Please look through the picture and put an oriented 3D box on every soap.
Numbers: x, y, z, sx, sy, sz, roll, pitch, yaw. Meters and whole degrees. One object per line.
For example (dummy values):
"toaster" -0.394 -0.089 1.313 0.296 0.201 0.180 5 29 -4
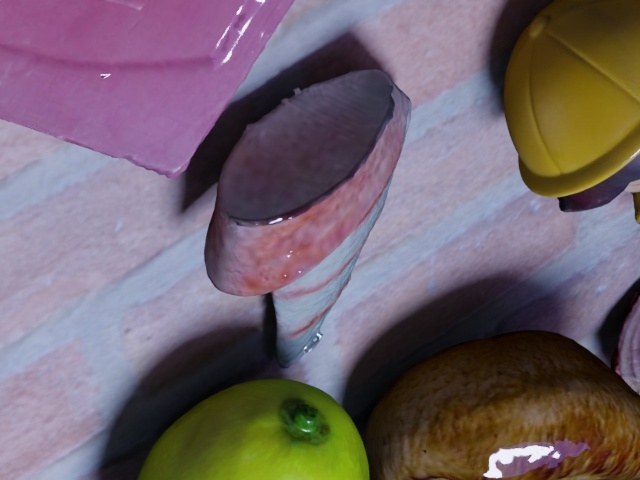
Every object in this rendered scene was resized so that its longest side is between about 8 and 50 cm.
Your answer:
"soap" -0.158 -0.186 0.834 0.360 0.128 0.233 18 110 -50

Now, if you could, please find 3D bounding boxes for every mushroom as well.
"mushroom" 0.142 0.186 1.484 0.283 0.195 0.263 -32 163 -12

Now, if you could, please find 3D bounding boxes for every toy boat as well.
"toy boat" 0.000 0.000 1.276 0.206 0.096 0.282 -48 157 -24

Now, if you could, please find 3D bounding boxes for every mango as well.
"mango" -0.057 0.235 1.369 0.192 0.156 0.343 -21 146 -17

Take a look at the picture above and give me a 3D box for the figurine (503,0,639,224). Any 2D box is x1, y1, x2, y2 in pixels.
"figurine" 0.241 -0.095 1.341 0.257 0.167 0.192 40 69 -53

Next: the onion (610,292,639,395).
"onion" 0.418 0.109 1.695 0.206 0.216 0.207 -62 152 -17
